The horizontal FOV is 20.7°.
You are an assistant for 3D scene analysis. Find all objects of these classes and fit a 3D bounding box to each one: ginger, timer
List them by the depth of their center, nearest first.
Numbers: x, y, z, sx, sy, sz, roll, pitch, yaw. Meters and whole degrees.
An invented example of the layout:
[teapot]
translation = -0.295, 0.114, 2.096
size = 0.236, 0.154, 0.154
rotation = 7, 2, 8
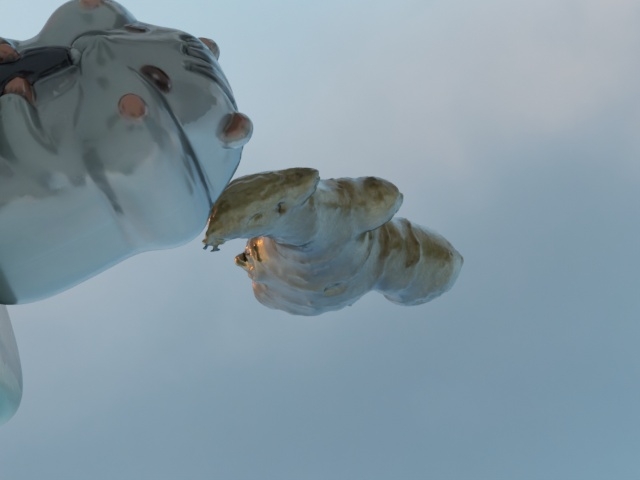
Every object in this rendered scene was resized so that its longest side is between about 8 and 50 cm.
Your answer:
[timer]
translation = -0.194, -0.030, 1.004
size = 0.315, 0.291, 0.291
rotation = -24, -137, -1
[ginger]
translation = 0.000, 0.000, 1.277
size = 0.147, 0.333, 0.081
rotation = -10, -107, 16
